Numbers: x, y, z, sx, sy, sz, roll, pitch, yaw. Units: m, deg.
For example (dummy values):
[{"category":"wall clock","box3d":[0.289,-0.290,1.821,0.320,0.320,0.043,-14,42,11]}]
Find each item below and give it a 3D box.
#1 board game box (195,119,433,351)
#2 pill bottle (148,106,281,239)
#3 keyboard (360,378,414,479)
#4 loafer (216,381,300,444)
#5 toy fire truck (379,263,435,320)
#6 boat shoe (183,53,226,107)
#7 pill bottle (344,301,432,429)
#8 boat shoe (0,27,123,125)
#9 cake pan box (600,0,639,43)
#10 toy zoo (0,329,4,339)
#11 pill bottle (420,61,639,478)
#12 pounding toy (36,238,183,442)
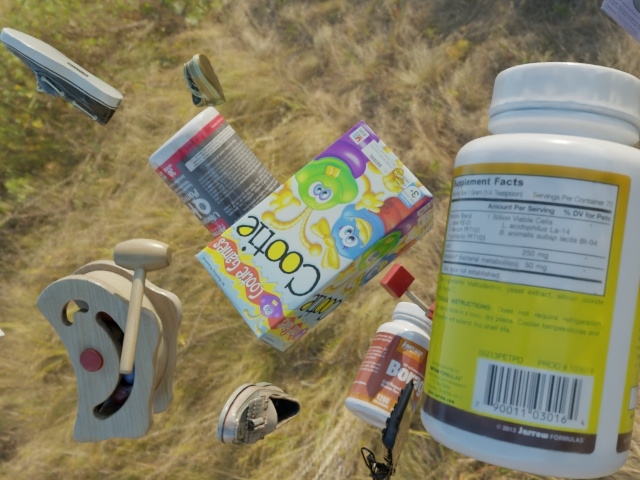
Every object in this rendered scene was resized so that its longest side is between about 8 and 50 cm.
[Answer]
[{"category":"board game box","box3d":[0.000,0.000,0.929,0.275,0.142,0.144,-40,73,-2]},{"category":"pill bottle","box3d":[-0.183,-0.099,1.429,0.176,0.318,0.176,-39,13,10]},{"category":"keyboard","box3d":[0.071,0.214,0.762,0.038,0.192,0.100,17,66,15]},{"category":"loafer","box3d":[-0.048,0.143,0.585,0.039,0.125,0.045,12,90,13]},{"category":"toy fire truck","box3d":[0.201,0.123,1.189,0.047,0.192,0.135,-50,23,-13]},{"category":"boat shoe","box3d":[-0.162,-0.209,0.941,0.048,0.056,0.153,-20,3,-1]},{"category":"pill bottle","box3d":[0.139,0.227,1.267,0.121,0.121,0.216,2,59,50]},{"category":"boat shoe","box3d":[-0.447,-0.274,1.184,0.070,0.219,0.078,-53,12,15]},{"category":"cake pan box","box3d":[0.498,-0.293,0.845,0.070,0.246,0.267,-34,71,-13]},{"category":"toy zoo","box3d":[-0.490,0.177,0.799,0.192,0.030,0.293,-44,-5,6]},{"category":"pill bottle","box3d":[0.128,0.015,0.404,0.117,0.117,0.215,7,88,51]},{"category":"pounding toy","box3d":[-0.261,0.119,0.814,0.155,0.154,0.270,-53,-27,-72]}]
